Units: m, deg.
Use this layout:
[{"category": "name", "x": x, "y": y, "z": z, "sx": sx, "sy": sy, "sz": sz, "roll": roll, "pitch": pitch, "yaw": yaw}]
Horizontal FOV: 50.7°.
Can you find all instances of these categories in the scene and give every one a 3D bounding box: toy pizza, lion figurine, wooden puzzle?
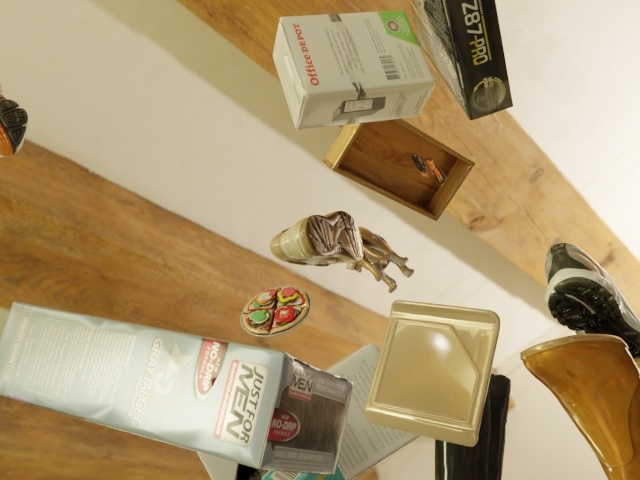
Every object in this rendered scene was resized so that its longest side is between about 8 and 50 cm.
[{"category": "toy pizza", "x": -0.123, "y": 0.183, "z": 1.832, "sx": 0.201, "sy": 0.201, "sz": 0.032, "roll": -21, "pitch": -55, "yaw": -5}, {"category": "lion figurine", "x": 0.148, "y": 0.029, "z": 2.010, "sx": 0.142, "sy": 0.240, "sz": 0.392, "roll": -43, "pitch": -19, "yaw": -6}, {"category": "wooden puzzle", "x": 0.205, "y": 0.235, "z": 1.232, "sx": 0.221, "sy": 0.238, "sz": 0.044, "roll": 3, "pitch": -20, "yaw": 35}]

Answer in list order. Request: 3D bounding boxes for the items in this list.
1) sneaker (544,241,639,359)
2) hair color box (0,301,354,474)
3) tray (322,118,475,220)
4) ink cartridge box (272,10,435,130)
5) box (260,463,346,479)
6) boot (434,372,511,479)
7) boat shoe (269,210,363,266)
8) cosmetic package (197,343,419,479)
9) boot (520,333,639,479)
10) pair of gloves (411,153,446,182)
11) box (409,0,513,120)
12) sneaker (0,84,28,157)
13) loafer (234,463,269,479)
[{"category": "sneaker", "x": 0.397, "y": 0.102, "z": 0.955, "sx": 0.100, "sy": 0.108, "sz": 0.271, "roll": -25, "pitch": -53, "yaw": 25}, {"category": "hair color box", "x": -0.173, "y": 0.167, "z": 0.776, "sx": 0.375, "sy": 0.113, "sz": 0.185, "roll": 5, "pitch": -16, "yaw": 26}, {"category": "tray", "x": 0.222, "y": -0.217, "z": 1.861, "sx": 0.411, "sy": 0.076, "sz": 0.202, "roll": 22, "pitch": -74, "yaw": -36}, {"category": "ink cartridge box", "x": 0.060, "y": -0.343, "z": 1.350, "sx": 0.273, "sy": 0.198, "sz": 0.115, "roll": -9, "pitch": -25, "yaw": -17}, {"category": "box", "x": 0.006, "y": 0.400, "z": 0.958, "sx": 0.100, "sy": 0.060, "sz": 0.244, "roll": -42, "pitch": -57, "yaw": -28}, {"category": "boot", "x": 0.274, "y": 0.486, "z": 1.471, "sx": 0.146, "sy": 0.445, "sz": 0.367, "roll": -7, "pitch": -24, "yaw": 44}, {"category": "boat shoe", "x": 0.000, "y": 0.000, "z": 1.548, "sx": 0.110, "sy": 0.121, "sz": 0.341, "roll": -18, "pitch": -11, "yaw": 24}, {"category": "cosmetic package", "x": -0.020, "y": 0.443, "z": 1.518, "sx": 0.453, "sy": 0.230, "sz": 0.161, "roll": -29, "pitch": -7, "yaw": -10}, {"category": "boot", "x": 0.361, "y": 0.237, "z": 0.827, "sx": 0.295, "sy": 0.211, "sz": 0.104, "roll": 20, "pitch": -35, "yaw": -40}, {"category": "pair of gloves", "x": 0.227, "y": -0.153, "z": 1.421, "sx": 0.010, "sy": 0.083, "sz": 0.074, "roll": -47, "pitch": -52, "yaw": -10}, {"category": "box", "x": 0.237, "y": -0.456, "z": 1.281, "sx": 0.097, "sy": 0.395, "sz": 0.318, "roll": -17, "pitch": -54, "yaw": 4}, {"category": "sneaker", "x": -0.625, "y": -0.215, "z": 1.293, "sx": 0.099, "sy": 0.262, "sz": 0.121, "roll": -12, "pitch": -47, "yaw": -33}, {"category": "loafer", "x": -0.119, "y": 0.446, "z": 1.321, "sx": 0.109, "sy": 0.302, "sz": 0.095, "roll": -15, "pitch": -31, "yaw": 32}]
